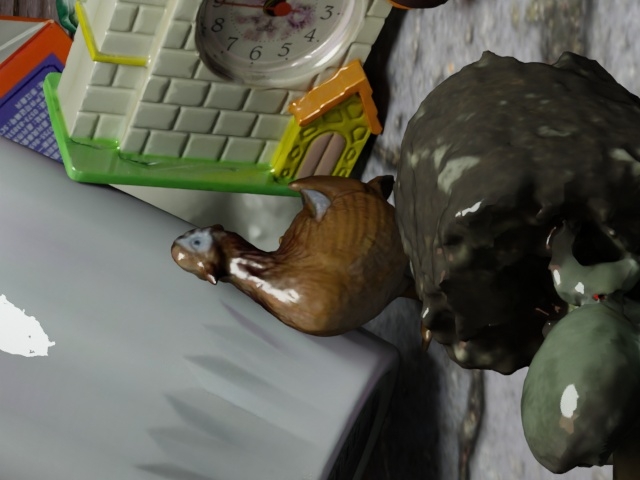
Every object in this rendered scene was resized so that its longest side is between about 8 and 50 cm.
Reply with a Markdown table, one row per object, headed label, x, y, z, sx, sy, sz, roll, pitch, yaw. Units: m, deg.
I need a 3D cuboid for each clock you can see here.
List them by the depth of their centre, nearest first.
| label | x | y | z | sx | sy | sz | roll | pitch | yaw |
| --- | --- | --- | --- | --- | --- | --- | --- | --- | --- |
| clock | -0.045 | -0.158 | 0.959 | 0.255 | 0.220 | 0.106 | -63 | 37 | 39 |

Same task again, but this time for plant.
| label | x | y | z | sx | sy | sz | roll | pitch | yaw |
| --- | --- | --- | --- | --- | --- | --- | --- | --- | --- |
| plant | 0.132 | 0.032 | 0.624 | 0.274 | 0.149 | 0.146 | -118 | 17 | -52 |

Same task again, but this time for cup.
| label | x | y | z | sx | sy | sz | roll | pitch | yaw |
| --- | --- | --- | --- | --- | --- | --- | --- | --- | --- |
| cup | -0.152 | 0.096 | 0.987 | 0.253 | 0.372 | 0.253 | -61 | -13 | -24 |

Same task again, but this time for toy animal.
| label | x | y | z | sx | sy | sz | roll | pitch | yaw |
| --- | --- | --- | --- | --- | --- | --- | --- | --- | --- |
| toy animal | 0.000 | 0.000 | 0.923 | 0.188 | 0.179 | 0.089 | -78 | 1 | -59 |

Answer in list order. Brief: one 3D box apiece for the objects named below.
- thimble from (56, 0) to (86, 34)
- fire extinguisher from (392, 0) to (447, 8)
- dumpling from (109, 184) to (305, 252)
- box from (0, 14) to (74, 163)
| label | x | y | z | sx | sy | sz | roll | pitch | yaw |
| --- | --- | --- | --- | --- | --- | --- | --- | --- | --- |
| thimble | -0.149 | -0.316 | 1.255 | 0.254 | 0.167 | 0.288 | -149 | 58 | -63 |
| fire extinguisher | 0.102 | -0.230 | 0.771 | 0.089 | 0.072 | 0.267 | -62 | 6 | -29 |
| dumpling | -0.159 | 0.053 | 1.200 | 0.260 | 0.341 | 0.181 | 40 | 163 | 17 |
| box | -0.339 | -0.020 | 1.418 | 0.257 | 0.349 | 0.318 | 50 | 168 | -20 |
